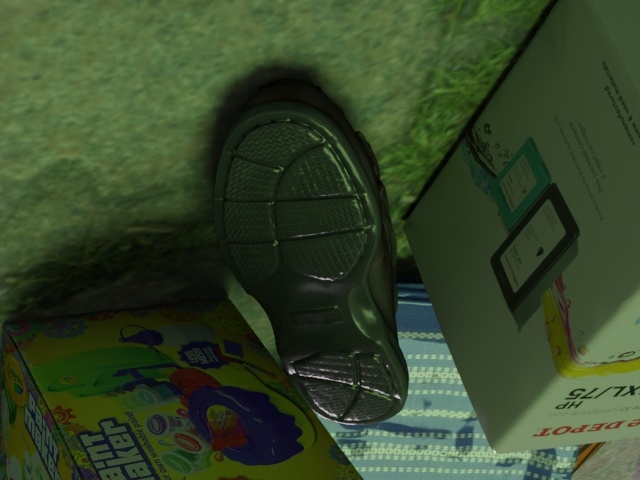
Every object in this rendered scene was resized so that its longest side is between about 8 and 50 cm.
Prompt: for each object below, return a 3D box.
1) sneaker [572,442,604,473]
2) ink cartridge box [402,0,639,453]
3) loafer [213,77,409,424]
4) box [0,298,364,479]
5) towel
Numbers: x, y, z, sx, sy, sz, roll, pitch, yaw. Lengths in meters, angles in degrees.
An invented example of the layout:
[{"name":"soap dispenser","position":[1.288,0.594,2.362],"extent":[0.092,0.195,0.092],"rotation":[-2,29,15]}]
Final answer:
[{"name":"sneaker","position":[0.193,0.292,1.603],"extent":[0.125,0.180,0.321],"rotation":[5,141,-38]},{"name":"ink cartridge box","position":[0.219,-0.012,1.100],"extent":[0.198,0.197,0.270],"rotation":[-3,146,-28]},{"name":"loafer","position":[0.000,0.000,1.103],"extent":[0.109,0.095,0.302],"rotation":[-2,136,13]},{"name":"box","position":[-0.102,0.235,1.125],"extent":[0.177,0.290,0.279],"rotation":[-6,120,-24]},{"name":"towel","position":[0.096,0.181,1.317],"extent":[0.243,0.040,0.336],"rotation":[4,115,-14]}]
